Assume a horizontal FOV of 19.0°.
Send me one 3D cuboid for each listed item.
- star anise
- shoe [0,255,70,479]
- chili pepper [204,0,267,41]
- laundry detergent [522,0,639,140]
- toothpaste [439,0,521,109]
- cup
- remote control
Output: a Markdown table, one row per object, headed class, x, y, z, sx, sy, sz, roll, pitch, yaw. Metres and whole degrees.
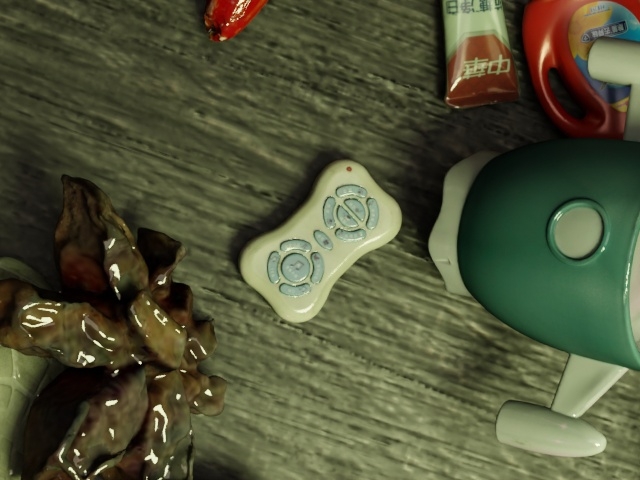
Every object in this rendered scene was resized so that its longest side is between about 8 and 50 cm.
| class | x | y | z | sx | sy | sz | roll | pitch | yaw |
| --- | --- | --- | --- | --- | --- | --- | --- | --- | --- |
| star anise | -0.142 | 0.080 | 1.311 | 0.220 | 0.099 | 0.214 | 44 | 53 | -37 |
| shoe | -0.254 | 0.124 | 1.342 | 0.099 | 0.125 | 0.227 | 37 | 55 | -41 |
| chili pepper | -0.036 | -0.217 | 1.392 | 0.088 | 0.065 | 0.169 | 32 | 89 | 8 |
| laundry detergent | 0.211 | -0.109 | 1.433 | 0.097 | 0.049 | 0.165 | -15 | 93 | -2 |
| toothpaste | 0.106 | -0.218 | 1.424 | 0.062 | 0.039 | 0.239 | -8 | 93 | -16 |
| cup | 0.177 | 0.001 | 1.357 | 0.173 | 0.167 | 0.299 | 12 | 85 | 33 |
| remote control | 0.000 | 0.000 | 1.405 | 0.074 | 0.032 | 0.122 | 45 | 82 | -6 |
